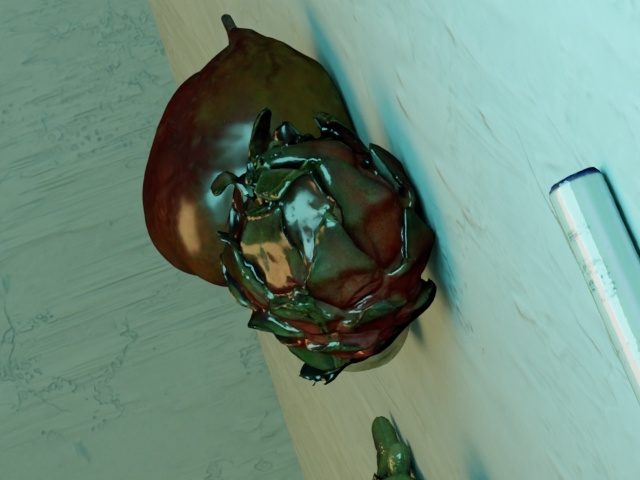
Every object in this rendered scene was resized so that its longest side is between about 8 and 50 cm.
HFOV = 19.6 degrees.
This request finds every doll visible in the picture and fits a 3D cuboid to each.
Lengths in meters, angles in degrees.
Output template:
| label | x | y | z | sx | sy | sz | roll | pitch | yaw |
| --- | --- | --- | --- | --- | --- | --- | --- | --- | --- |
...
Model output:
| label | x | y | z | sx | sy | sz | roll | pitch | yaw |
| --- | --- | --- | --- | --- | --- | --- | --- | --- | --- |
| doll | 0.076 | 0.270 | 2.065 | 0.150 | 0.077 | 0.115 | -100 | 7 | -51 |

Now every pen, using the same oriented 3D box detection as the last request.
| label | x | y | z | sx | sy | sz | roll | pitch | yaw |
| --- | --- | --- | --- | --- | --- | --- | --- | --- | --- |
| pen | 0.173 | 0.089 | 0.896 | 0.033 | 0.033 | 0.269 | 94 | 155 | -74 |

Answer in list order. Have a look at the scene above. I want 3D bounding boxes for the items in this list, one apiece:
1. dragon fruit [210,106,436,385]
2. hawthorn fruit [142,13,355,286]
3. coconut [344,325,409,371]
| label | x | y | z | sx | sy | sz | roll | pitch | yaw |
| --- | --- | --- | --- | --- | --- | --- | --- | --- | --- |
| dragon fruit | 0.004 | 0.005 | 1.454 | 0.182 | 0.182 | 0.188 | 66 | -174 | 31 |
| hawthorn fruit | -0.067 | -0.081 | 1.654 | 0.208 | 0.208 | 0.248 | -171 | 72 | -82 |
| coconut | 0.024 | 0.063 | 1.709 | 0.124 | 0.110 | 0.110 | -154 | 44 | -71 |
